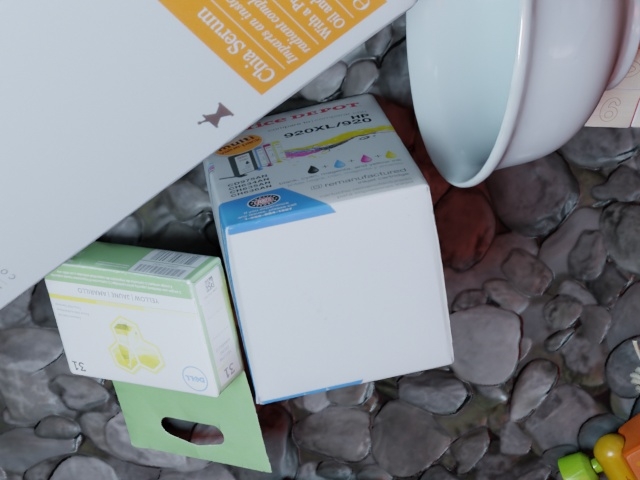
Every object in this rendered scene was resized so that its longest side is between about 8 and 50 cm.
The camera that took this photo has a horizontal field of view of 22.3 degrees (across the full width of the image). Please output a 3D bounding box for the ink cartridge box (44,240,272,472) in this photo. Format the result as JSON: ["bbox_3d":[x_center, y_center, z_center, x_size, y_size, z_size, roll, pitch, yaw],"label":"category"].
[{"bbox_3d":[-0.148,0.117,1.473,0.171,0.056,0.235,6,120,31],"label":"ink cartridge box"}]

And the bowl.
[{"bbox_3d":[0.172,-0.192,1.304,0.134,0.298,0.298,-1,115,-12],"label":"bowl"}]

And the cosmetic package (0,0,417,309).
[{"bbox_3d":[-0.179,-0.163,1.263,0.453,0.161,0.230,-35,131,18],"label":"cosmetic package"}]

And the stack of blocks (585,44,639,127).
[{"bbox_3d":[0.282,-0.233,1.329,0.087,0.171,0.297,1,133,-12],"label":"stack of blocks"}]

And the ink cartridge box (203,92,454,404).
[{"bbox_3d":[0.000,0.000,1.396,0.171,0.233,0.168,-13,115,-4],"label":"ink cartridge box"}]

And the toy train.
[{"bbox_3d":[0.302,0.212,1.638,0.143,0.105,0.248,-25,118,17],"label":"toy train"}]
